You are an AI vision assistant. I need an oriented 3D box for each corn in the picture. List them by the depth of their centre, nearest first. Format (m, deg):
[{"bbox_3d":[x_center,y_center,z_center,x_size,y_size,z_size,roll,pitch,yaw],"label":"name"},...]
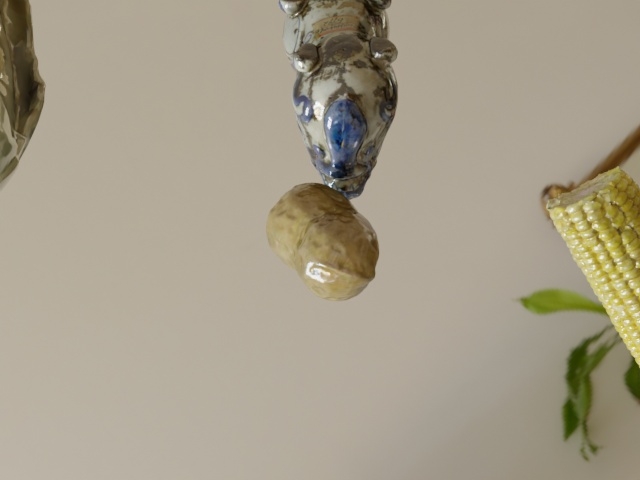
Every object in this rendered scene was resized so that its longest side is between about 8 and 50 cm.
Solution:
[{"bbox_3d":[0.303,0.044,0.873,0.093,0.244,0.093,-32,17,11],"label":"corn"}]

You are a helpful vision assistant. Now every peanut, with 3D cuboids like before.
[{"bbox_3d":[0.000,0.000,0.981,0.108,0.226,0.095,16,-76,-19],"label":"peanut"}]

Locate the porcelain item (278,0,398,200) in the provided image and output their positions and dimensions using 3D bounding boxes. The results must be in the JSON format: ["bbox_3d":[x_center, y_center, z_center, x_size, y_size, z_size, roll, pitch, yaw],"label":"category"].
[{"bbox_3d":[0.028,-0.194,1.149,0.138,0.288,0.186,-6,-48,-1],"label":"porcelain item"}]

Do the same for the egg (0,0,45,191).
[{"bbox_3d":[-0.312,-0.087,0.422,0.336,0.278,0.278,-11,-24,6],"label":"egg"}]
